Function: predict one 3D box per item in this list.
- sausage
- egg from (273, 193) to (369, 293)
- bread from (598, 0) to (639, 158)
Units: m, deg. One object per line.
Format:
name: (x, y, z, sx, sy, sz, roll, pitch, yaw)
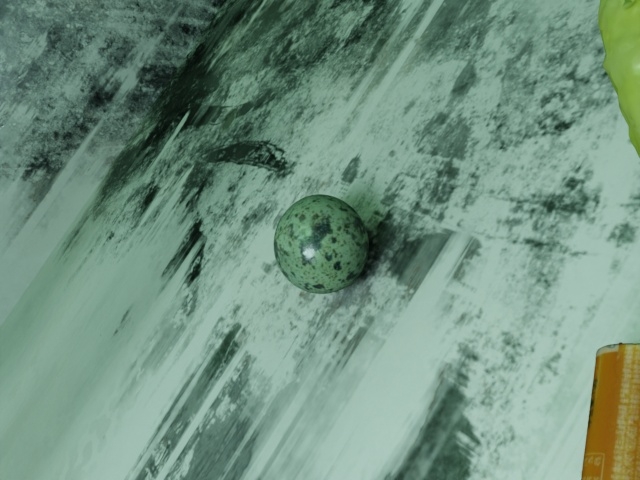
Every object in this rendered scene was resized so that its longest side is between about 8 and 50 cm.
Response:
sausage: (0.233, 0.198, 0.471, 0.071, 0.071, 0.234, -9, 54, 47)
egg: (0.000, 0.000, 0.875, 0.132, 0.132, 0.172, -42, 25, 18)
bread: (0.365, -0.138, 0.369, 0.308, 0.348, 0.348, -7, 55, 51)
